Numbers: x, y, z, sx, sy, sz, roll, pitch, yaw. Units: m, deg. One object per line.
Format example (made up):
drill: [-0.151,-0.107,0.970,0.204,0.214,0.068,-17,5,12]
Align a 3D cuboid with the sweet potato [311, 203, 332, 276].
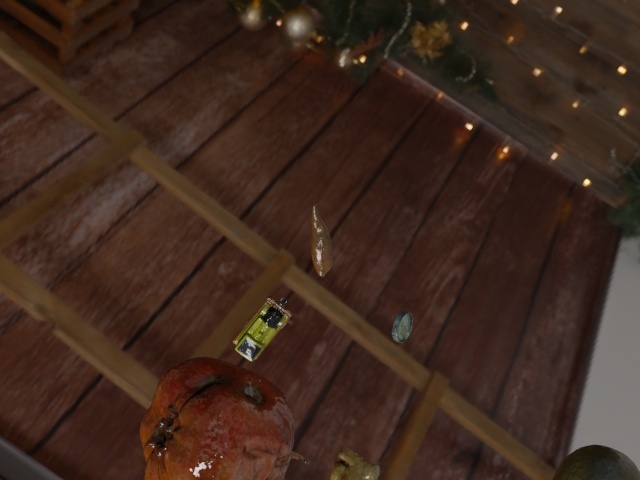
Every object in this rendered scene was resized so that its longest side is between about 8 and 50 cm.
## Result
sweet potato: [0.000,0.000,1.869,0.056,0.056,0.195,-51,140,-59]

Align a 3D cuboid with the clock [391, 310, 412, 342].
clock: [0.214,0.226,2.055,0.085,0.017,0.085,-26,123,-50]

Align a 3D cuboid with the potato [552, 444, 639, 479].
potato: [0.386,0.423,1.143,0.159,0.174,0.251,-8,-134,45]

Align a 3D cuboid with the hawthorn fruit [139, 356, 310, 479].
hawthorn fruit: [-0.110,0.270,1.061,0.207,0.243,0.207,-34,-133,46]

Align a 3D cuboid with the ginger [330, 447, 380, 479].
ginger: [0.081,0.660,2.048,0.102,0.157,0.216,-2,111,-70]

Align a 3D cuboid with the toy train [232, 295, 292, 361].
toy train: [-0.165,0.251,2.199,0.219,0.089,0.127,-50,-175,15]
